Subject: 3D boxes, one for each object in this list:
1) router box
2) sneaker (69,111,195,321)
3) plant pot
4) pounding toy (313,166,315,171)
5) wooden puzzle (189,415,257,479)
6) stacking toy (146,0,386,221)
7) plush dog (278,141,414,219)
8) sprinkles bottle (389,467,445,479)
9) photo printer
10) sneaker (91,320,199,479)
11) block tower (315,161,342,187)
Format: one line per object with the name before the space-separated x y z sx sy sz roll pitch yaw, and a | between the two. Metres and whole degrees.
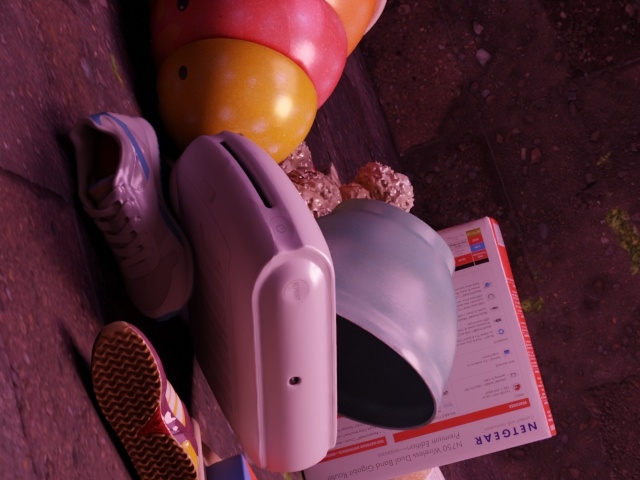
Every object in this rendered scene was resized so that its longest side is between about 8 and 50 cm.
router box | 0.111 0.159 2.005 0.082 0.335 0.301 19 56 -76
sneaker | -0.201 -0.023 1.554 0.092 0.087 0.229 5 63 -60
plant pot | 0.052 0.074 1.860 0.196 0.293 0.293 -60 141 -26
pounding toy | -0.055 -0.119 2.373 0.206 0.094 0.181 -98 163 -48
wooden puzzle | -0.042 0.384 1.553 0.348 0.080 0.322 58 15 -46
stacking toy | -0.101 -0.210 1.939 0.350 0.350 0.480 58 32 -47
plush dog | -0.027 -0.035 2.106 0.210 0.262 0.225 -71 164 6
sprinkles bottle | 0.154 0.422 2.331 0.121 0.121 0.355 -92 158 -59
photo printer | -0.069 0.052 1.580 0.256 0.107 0.307 -126 -153 -49
sneaker | -0.168 0.155 1.426 0.084 0.069 0.185 -105 177 -73
block tower | 0.000 0.000 2.426 0.335 0.097 0.091 -97 163 -55
